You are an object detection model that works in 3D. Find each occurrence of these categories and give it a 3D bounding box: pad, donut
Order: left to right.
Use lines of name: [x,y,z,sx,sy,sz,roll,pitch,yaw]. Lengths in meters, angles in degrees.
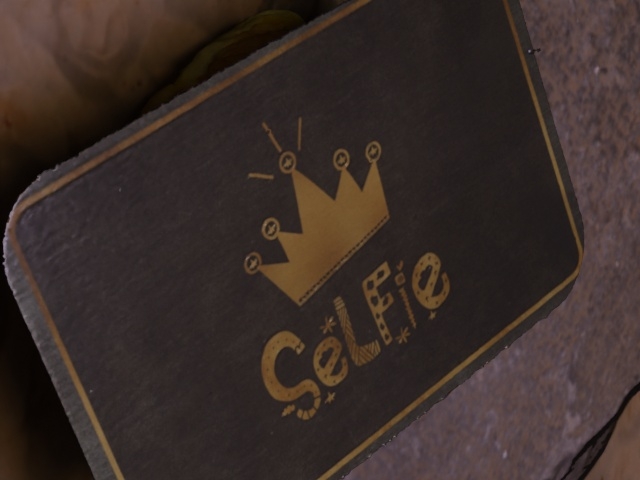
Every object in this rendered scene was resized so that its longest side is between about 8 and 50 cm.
donut: [0.000,0.000,0.993,0.208,0.128,0.261,-53,126,-24]
pad: [0.036,0.036,0.903,0.375,0.063,0.315,-35,118,-31]
